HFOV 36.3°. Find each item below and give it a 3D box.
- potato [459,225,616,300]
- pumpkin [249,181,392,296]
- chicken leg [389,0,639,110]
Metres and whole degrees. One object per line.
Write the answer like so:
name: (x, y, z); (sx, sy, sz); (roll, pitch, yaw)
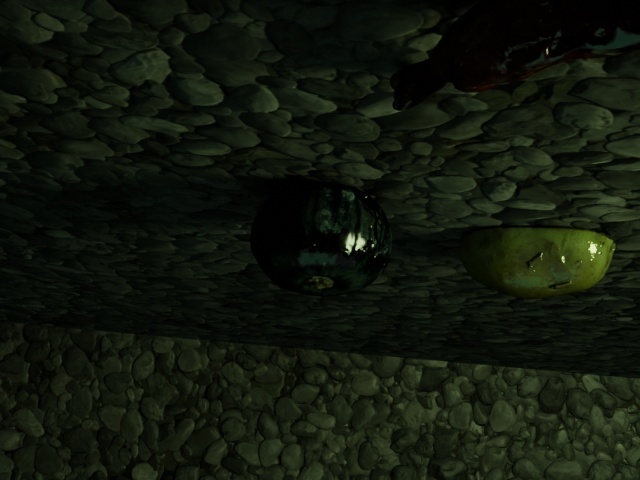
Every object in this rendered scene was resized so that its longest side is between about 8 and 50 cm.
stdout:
potato: (0.377, 0.047, 1.711); (0.271, 0.111, 0.160); (3, 166, 13)
pumpkin: (0.000, 0.000, 1.573); (0.233, 0.163, 0.233); (3, 163, 1)
chicken leg: (0.193, -0.197, 0.959); (0.158, 0.096, 0.407); (-7, 178, -41)
